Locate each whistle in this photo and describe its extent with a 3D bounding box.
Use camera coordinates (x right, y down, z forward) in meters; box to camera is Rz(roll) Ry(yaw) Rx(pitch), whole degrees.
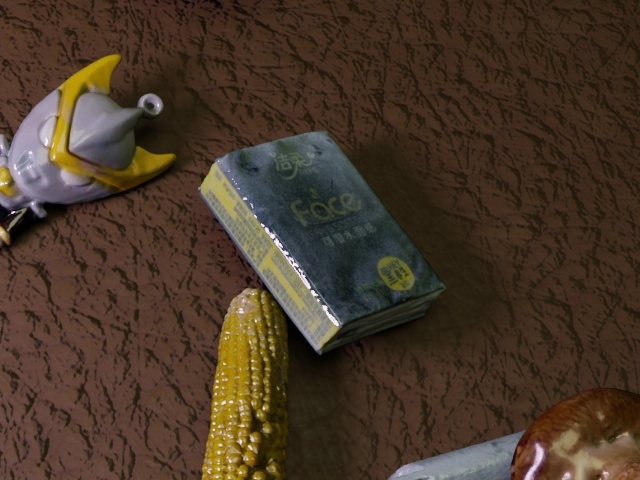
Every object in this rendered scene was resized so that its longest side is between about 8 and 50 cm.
[{"bbox_3d":[0.207,0.252,1.942,0.312,0.062,0.062,-13,63,-16],"label":"whistle"}]

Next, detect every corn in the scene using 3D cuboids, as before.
[{"bbox_3d":[-0.081,0.201,1.911,0.097,0.097,0.320,6,57,-5],"label":"corn"}]

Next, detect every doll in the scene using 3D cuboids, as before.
[{"bbox_3d":[-0.325,-0.100,2.049,0.316,0.103,0.145,-30,72,-17],"label":"doll"}]

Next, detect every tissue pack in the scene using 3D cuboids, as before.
[{"bbox_3d":[0.000,0.000,2.021,0.185,0.081,0.257,-17,62,-43],"label":"tissue pack"}]

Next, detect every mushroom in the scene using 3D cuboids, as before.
[{"bbox_3d":[0.355,0.293,1.850,0.267,0.254,0.267,-3,95,-40],"label":"mushroom"}]
